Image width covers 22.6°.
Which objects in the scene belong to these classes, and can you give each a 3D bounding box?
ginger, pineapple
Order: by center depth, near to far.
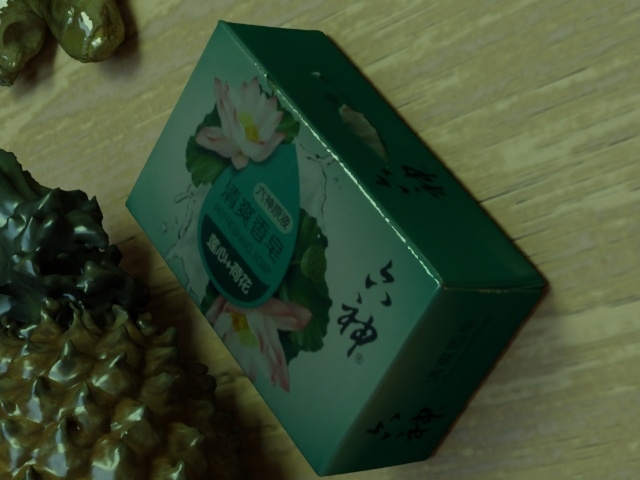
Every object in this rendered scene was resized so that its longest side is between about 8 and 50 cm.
[{"bbox_3d":[-0.170,0.101,1.069,0.223,0.223,0.357,-44,49,37],"label":"pineapple"},{"bbox_3d":[-0.220,-0.168,1.209,0.214,0.059,0.133,38,109,38],"label":"ginger"}]

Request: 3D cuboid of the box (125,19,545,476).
[{"bbox_3d":[0.000,0.000,0.952,0.245,0.092,0.153,51,124,34],"label":"box"}]
